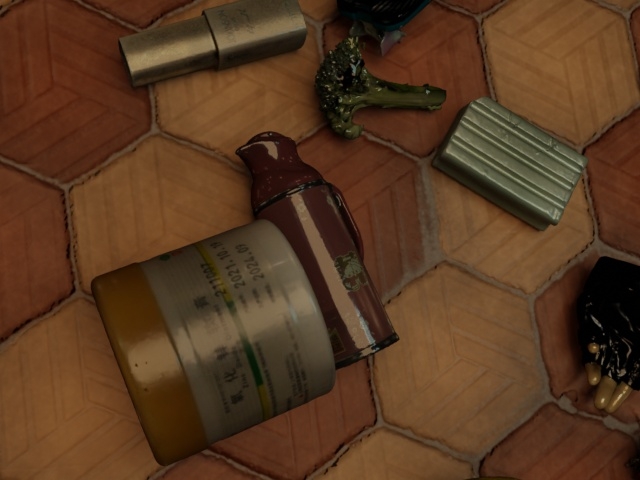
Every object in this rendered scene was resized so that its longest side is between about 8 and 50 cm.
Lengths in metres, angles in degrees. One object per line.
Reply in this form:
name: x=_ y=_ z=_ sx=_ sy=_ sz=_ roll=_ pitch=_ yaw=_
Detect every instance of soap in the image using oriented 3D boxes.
soap: x=0.277 y=-0.114 z=1.229 sx=0.198 sy=0.066 sz=0.119 roll=31 pitch=74 yaw=-5

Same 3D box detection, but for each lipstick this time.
lipstick: x=-0.149 y=-0.278 z=1.168 sx=0.252 sy=0.077 sz=0.079 roll=-19 pitch=84 yaw=-15

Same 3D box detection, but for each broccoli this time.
broccoli: x=0.086 y=-0.215 z=1.203 sx=0.204 sy=0.118 sz=0.123 roll=7 pitch=52 yaw=-26

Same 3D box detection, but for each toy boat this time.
toy boat: x=0.148 y=-0.404 z=1.252 sx=0.134 sy=0.092 sz=0.299 roll=30 pitch=66 yaw=27

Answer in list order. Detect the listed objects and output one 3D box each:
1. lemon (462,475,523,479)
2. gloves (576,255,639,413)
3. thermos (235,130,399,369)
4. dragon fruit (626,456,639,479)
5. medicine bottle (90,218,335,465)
lemon: x=0.207 y=0.404 z=1.033 sx=0.219 sy=0.240 sz=0.241 roll=25 pitch=76 yaw=-3
gloves: x=0.430 y=0.146 z=1.193 sx=0.164 sy=0.124 sz=0.204 roll=26 pitch=112 yaw=31
thermos: x=-0.001 y=0.000 z=1.130 sx=0.136 sy=0.109 sz=0.330 roll=-24 pitch=85 yaw=-14
dragon fruit: x=0.491 y=0.307 z=1.183 sx=0.147 sy=0.096 sz=0.102 roll=42 pitch=74 yaw=-46
medicine bottle: x=-0.130 y=0.117 z=1.016 sx=0.231 sy=0.238 sz=0.238 roll=-21 pitch=84 yaw=-14
